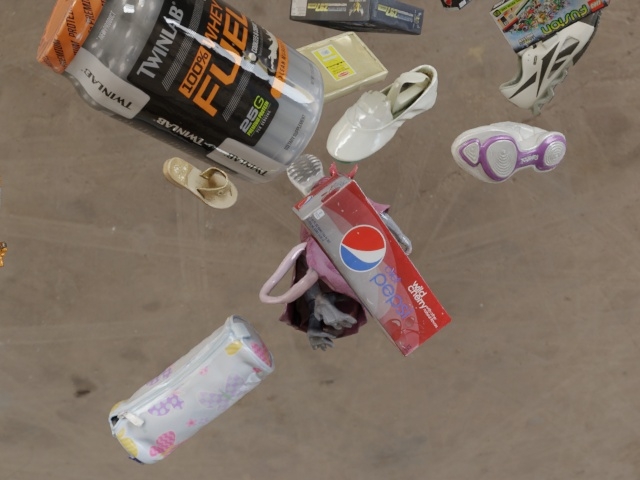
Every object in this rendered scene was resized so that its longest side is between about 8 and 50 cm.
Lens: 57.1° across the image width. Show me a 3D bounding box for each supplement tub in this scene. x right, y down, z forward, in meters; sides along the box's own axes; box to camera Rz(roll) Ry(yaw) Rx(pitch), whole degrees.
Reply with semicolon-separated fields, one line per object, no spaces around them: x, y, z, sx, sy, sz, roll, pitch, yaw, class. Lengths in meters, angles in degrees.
-0.167;-0.214;0.741;0.316;0.194;0.193;23;123;-36;supplement tub

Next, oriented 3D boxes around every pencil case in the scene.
-0.207;0.238;0.952;0.273;0.113;0.124;-37;127;3;pencil case

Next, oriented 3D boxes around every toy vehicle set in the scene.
0.036;-0.466;1.590;0.267;0.166;0.035;-29;165;-31;toy vehicle set

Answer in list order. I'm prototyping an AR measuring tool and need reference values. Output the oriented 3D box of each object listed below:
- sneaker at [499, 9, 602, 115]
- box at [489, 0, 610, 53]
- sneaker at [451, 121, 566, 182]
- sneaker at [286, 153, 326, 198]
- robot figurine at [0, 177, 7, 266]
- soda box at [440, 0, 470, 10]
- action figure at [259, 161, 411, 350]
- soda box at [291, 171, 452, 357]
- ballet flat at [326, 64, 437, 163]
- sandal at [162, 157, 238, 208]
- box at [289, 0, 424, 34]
0.579;-0.492;1.494;0.146;0.122;0.331;25;115;-6;sneaker
0.472;-0.487;1.220;0.207;0.036;0.114;-21;118;46;box
0.384;-0.197;1.276;0.305;0.152;0.114;-5;115;-32;sneaker
-0.019;-0.140;1.709;0.105;0.281;0.115;-22;141;-6;sneaker
-0.373;-0.100;0.485;0.211;0.085;0.291;-15;112;-24;robot figurine
0.348;-0.593;1.338;0.169;0.060;0.053;-40;120;-10;soda box
0.000;0.000;1.084;0.248;0.370;0.275;-20;144;39;action figure
0.074;0.034;0.840;0.092;0.083;0.263;-37;110;-3;soda box
0.160;-0.334;1.464;0.400;0.139;0.139;-38;139;-33;ballet flat
-0.260;-0.137;1.411;0.079;0.088;0.240;-4;162;36;sandal
0.076;-0.487;1.269;0.183;0.232;0.059;-10;113;-46;box
